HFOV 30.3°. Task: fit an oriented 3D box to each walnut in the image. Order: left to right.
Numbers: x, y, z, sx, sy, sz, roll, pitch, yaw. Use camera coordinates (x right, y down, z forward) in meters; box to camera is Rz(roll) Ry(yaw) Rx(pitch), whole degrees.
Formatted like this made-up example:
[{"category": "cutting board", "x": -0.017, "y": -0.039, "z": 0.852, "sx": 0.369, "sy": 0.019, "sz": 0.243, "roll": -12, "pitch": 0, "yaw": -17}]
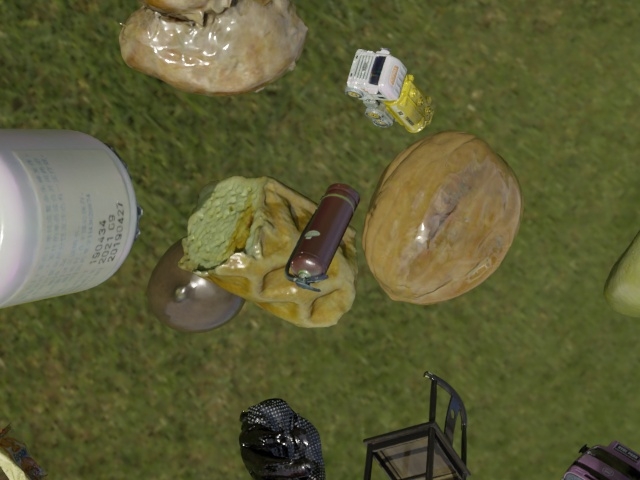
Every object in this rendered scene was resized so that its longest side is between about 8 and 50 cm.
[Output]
[{"category": "walnut", "x": 0.169, "y": -0.028, "z": 1.682, "sx": 0.225, "sy": 0.225, "sz": 0.261, "roll": 25, "pitch": 94, "yaw": -54}]

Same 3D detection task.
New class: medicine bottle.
[{"category": "medicine bottle", "x": -0.387, "y": -0.025, "z": 1.367, "sx": 0.213, "sy": 0.213, "sz": 0.379, "roll": -57, "pitch": 164, "yaw": 15}]

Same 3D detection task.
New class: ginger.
[{"category": "ginger", "x": -0.146, "y": -0.318, "z": 1.488, "sx": 0.245, "sy": 0.155, "sz": 0.304, "roll": -5, "pitch": 140, "yaw": 4}]

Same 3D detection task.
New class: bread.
[{"category": "bread", "x": -0.078, "y": 0.015, "z": 1.863, "sx": 0.196, "sy": 0.238, "sz": 0.252, "roll": -29, "pitch": 132, "yaw": 35}]

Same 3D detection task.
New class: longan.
[{"category": "longan", "x": -0.207, "y": 0.075, "z": 2.019, "sx": 0.189, "sy": 0.189, "sz": 0.189, "roll": -28, "pitch": 142, "yaw": -25}]

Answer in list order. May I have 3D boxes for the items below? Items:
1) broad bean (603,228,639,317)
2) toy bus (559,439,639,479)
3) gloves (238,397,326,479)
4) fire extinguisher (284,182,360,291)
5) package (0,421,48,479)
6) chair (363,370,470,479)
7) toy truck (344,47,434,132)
[{"category": "broad bean", "x": 0.368, "y": 0.022, "z": 1.139, "sx": 0.189, "sy": 0.121, "sz": 0.263, "roll": -19, "pitch": 160, "yaw": -8}, {"category": "toy bus", "x": 0.318, "y": 0.317, "z": 1.367, "sx": 0.098, "sy": 0.087, "sz": 0.178, "roll": -36, "pitch": 144, "yaw": -34}, {"category": "gloves", "x": -0.051, "y": 0.304, "z": 1.550, "sx": 0.106, "sy": 0.180, "sz": 0.129, "roll": -10, "pitch": 122, "yaw": 7}, {"category": "fire extinguisher", "x": 0.000, "y": 0.000, "z": 1.352, "sx": 0.158, "sy": 0.064, "sz": 0.043, "roll": -63, "pitch": 141, "yaw": -40}, {"category": "package", "x": -0.485, "y": 0.356, "z": 1.898, "sx": 0.031, "sy": 0.120, "sz": 0.108, "roll": -32, "pitch": -176, "yaw": 6}, {"category": "chair", "x": 0.163, "y": 0.368, "z": 1.965, "sx": 0.141, "sy": 0.260, "sz": 0.154, "roll": -19, "pitch": 124, "yaw": 22}, {"category": "toy truck", "x": 0.144, "y": -0.299, "z": 2.377, "sx": 0.227, "sy": 0.114, "sz": 0.098, "roll": 37, "pitch": 66, "yaw": -57}]
